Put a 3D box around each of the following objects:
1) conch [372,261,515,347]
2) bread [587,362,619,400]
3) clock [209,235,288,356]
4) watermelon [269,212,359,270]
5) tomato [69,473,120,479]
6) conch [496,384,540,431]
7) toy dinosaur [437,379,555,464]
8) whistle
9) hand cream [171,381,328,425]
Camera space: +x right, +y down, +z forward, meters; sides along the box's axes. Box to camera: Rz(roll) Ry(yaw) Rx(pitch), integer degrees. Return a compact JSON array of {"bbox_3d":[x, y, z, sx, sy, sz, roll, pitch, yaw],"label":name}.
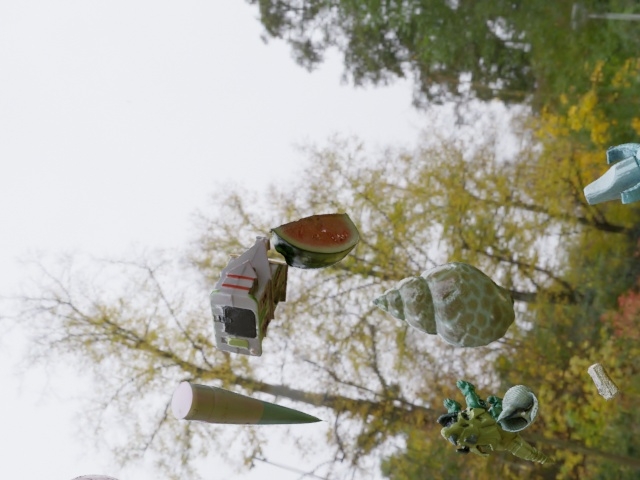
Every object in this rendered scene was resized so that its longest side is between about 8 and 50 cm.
[{"bbox_3d":[0.185,0.084,1.064,0.106,0.173,0.116,40,-106,-47],"label":"conch"},{"bbox_3d":[0.633,0.316,1.688,0.083,0.035,0.070,63,180,20],"label":"bread"},{"bbox_3d":[-0.191,0.138,2.172,0.309,0.166,0.235,-71,-15,-48],"label":"clock"},{"bbox_3d":[-0.003,0.026,2.146,0.304,0.159,0.128,-16,-40,-43],"label":"watermelon"},{"bbox_3d":[-0.430,0.482,1.328,0.173,0.099,0.189,-32,-33,-48],"label":"tomato"},{"bbox_3d":[0.352,0.299,1.324,0.057,0.076,0.085,30,-89,-39],"label":"conch"},{"bbox_3d":[0.335,0.365,1.453,0.153,0.259,0.094,-94,29,-57],"label":"toy dinosaur"},{"bbox_3d":[0.677,-0.149,1.551,0.093,0.274,0.186,52,-153,-24],"label":"whistle"},{"bbox_3d":[-0.133,0.325,1.452,0.312,0.111,0.070,18,-112,-41],"label":"hand cream"}]
